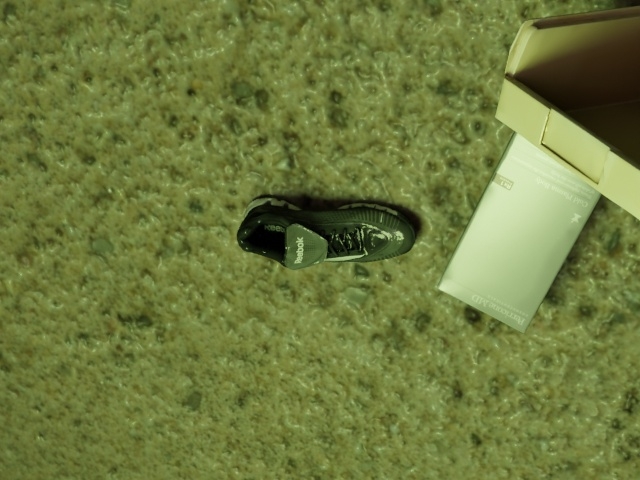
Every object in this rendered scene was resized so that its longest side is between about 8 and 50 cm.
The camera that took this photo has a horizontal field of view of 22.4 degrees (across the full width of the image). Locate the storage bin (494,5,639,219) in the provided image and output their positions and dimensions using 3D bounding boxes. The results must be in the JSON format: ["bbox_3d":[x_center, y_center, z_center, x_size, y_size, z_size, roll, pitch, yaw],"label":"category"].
[{"bbox_3d":[0.363,-0.135,1.684,0.262,0.260,0.123,42,132,42],"label":"storage bin"}]

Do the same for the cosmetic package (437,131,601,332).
[{"bbox_3d":[0.246,-0.025,1.916,0.127,0.107,0.238,26,114,6],"label":"cosmetic package"}]

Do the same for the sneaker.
[{"bbox_3d":[0.000,0.000,2.013,0.234,0.106,0.078,6,113,18],"label":"sneaker"}]
